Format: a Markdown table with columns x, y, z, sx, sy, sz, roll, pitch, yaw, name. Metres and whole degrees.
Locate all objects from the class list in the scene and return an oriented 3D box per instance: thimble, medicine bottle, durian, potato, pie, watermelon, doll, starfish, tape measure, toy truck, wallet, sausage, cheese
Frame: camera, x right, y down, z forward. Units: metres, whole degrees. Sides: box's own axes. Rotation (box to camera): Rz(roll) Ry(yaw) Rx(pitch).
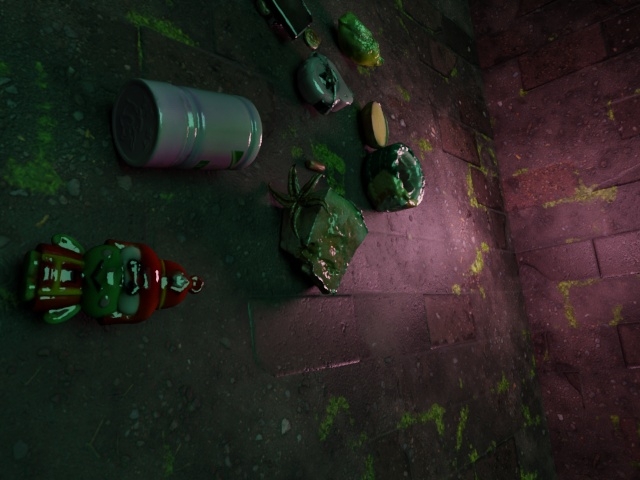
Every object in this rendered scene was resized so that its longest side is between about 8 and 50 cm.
| x | y | z | sx | sy | sz | roll | pitch | yaw | name |
| --- | --- | --- | --- | --- | --- | --- | --- | --- | --- |
| 0.301 | -0.249 | 2.048 | 0.254 | 0.167 | 0.287 | 32 | 54 | -39 | thimble |
| -0.330 | -0.284 | 1.276 | 0.326 | 0.212 | 0.211 | -10 | 86 | -52 | medicine bottle |
| 0.154 | -0.820 | 2.082 | 0.250 | 0.139 | 0.101 | 55 | 49 | -21 | durian |
| 0.216 | -0.477 | 2.092 | 0.164 | 0.081 | 0.200 | 0 | 81 | -58 | potato |
| -0.035 | -0.783 | 1.939 | 0.084 | 0.020 | 0.084 | 20 | 63 | -45 | pie |
| -0.007 | -0.007 | 1.643 | 0.264 | 0.151 | 0.301 | 43 | 66 | -36 | watermelon |
| -0.427 | 0.090 | 1.065 | 0.363 | 0.160 | 0.182 | 5 | 71 | -30 | doll |
| -0.071 | -0.123 | 1.560 | 0.057 | 0.213 | 0.237 | 24 | 71 | -68 | starfish |
| 0.002 | -0.574 | 1.842 | 0.236 | 0.120 | 0.197 | 58 | 44 | -13 | tape measure |
| -0.153 | -0.789 | 1.787 | 0.083 | 0.039 | 0.044 | -23 | 91 | -49 | toy truck |
| -0.146 | -0.877 | 1.752 | 0.318 | 0.045 | 0.172 | 53 | 48 | -25 | wallet |
| -0.016 | -0.267 | 1.782 | 0.083 | 0.034 | 0.034 | 8 | 72 | -49 | sausage |
| -0.170 | -0.866 | 1.789 | 0.065 | 0.043 | 0.194 | 49 | 45 | -24 | cheese |
